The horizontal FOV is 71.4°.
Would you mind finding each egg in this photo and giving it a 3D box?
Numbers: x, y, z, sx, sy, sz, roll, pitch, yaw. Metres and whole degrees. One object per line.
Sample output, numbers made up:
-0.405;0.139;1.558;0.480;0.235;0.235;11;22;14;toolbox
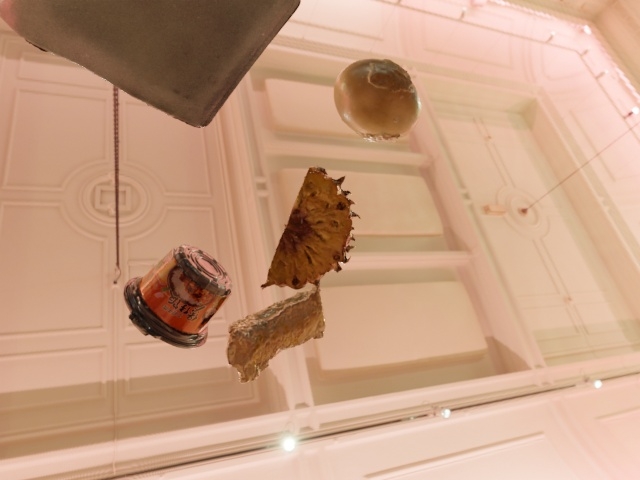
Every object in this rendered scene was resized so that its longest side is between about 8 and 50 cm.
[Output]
0.123;-0.294;0.940;0.201;0.164;0.164;25;-129;-26;egg

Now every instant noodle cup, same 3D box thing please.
-0.241;0.090;0.808;0.177;0.125;0.208;41;-172;-15;instant noodle cup

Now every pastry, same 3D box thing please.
-0.091;0.192;0.927;0.258;0.089;0.121;-25;-81;-36;pastry

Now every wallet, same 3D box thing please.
-0.205;-0.285;0.540;0.290;0.251;0.054;23;-134;-34;wallet

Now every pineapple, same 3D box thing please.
0.000;0.000;0.756;0.135;0.079;0.233;24;-82;-6;pineapple
